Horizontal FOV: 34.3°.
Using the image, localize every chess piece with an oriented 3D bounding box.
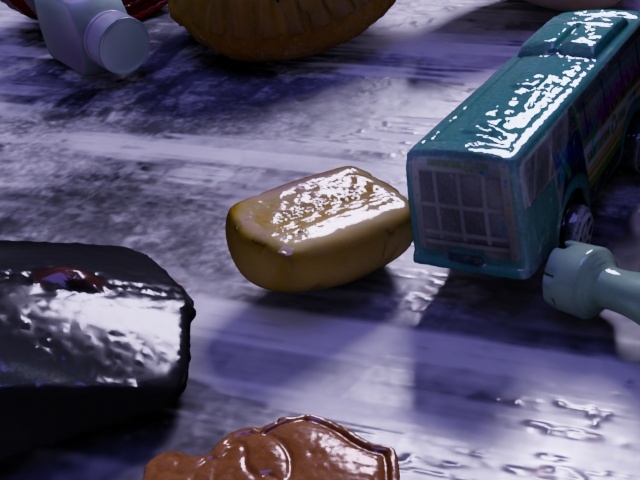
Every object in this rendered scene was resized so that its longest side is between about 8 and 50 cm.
[{"bbox_3d":[0.172,0.031,0.559,0.067,0.067,0.103,-30,31,-32],"label":"chess piece"}]

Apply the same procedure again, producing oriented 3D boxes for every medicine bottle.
[{"bbox_3d":[-0.206,-0.191,0.939,0.055,0.074,0.118,-27,39,-29],"label":"medicine bottle"}]

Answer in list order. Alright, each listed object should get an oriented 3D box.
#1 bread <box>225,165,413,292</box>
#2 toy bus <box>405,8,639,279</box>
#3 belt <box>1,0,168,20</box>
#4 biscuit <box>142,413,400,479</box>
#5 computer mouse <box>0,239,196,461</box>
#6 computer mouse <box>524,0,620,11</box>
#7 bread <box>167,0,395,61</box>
[{"bbox_3d":[0.000,0.000,0.634,0.115,0.056,0.082,-23,40,-32],"label":"bread"},{"bbox_3d":[0.149,-0.067,0.670,0.091,0.109,0.262,9,35,32],"label":"toy bus"},{"bbox_3d":[-0.233,-0.289,1.043,0.201,0.128,0.124,-28,38,-27],"label":"belt"},{"bbox_3d":[-0.025,0.122,0.486,0.131,0.019,0.102,-11,35,-8],"label":"biscuit"},{"bbox_3d":[-0.215,0.050,0.565,0.296,0.087,0.168,-13,31,-14],"label":"computer mouse"},{"bbox_3d":[0.174,-0.278,0.947,0.237,0.082,0.145,19,33,-18],"label":"computer mouse"},{"bbox_3d":[-0.032,-0.265,0.944,0.240,0.139,0.239,-5,52,6],"label":"bread"}]
